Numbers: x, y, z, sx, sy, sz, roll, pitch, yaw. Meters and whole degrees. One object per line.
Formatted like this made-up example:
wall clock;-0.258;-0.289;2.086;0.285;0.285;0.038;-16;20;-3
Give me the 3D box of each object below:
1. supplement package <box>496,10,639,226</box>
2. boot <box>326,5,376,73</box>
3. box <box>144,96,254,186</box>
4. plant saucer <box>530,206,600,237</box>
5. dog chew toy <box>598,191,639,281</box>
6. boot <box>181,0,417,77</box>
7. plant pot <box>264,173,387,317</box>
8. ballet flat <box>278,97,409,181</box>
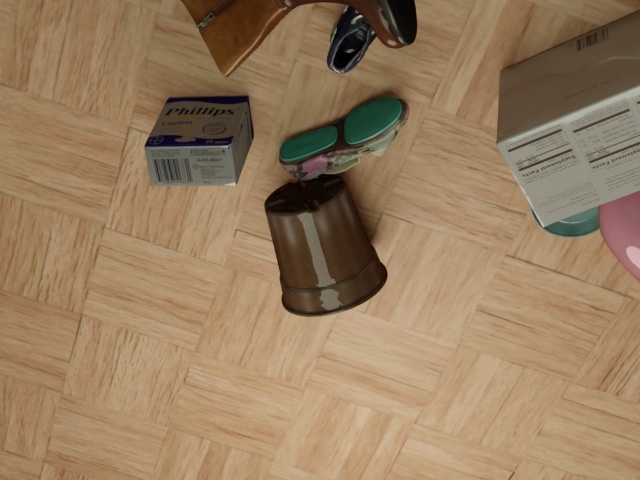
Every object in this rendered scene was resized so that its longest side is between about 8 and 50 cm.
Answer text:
supplement package;0.377;-0.168;1.559;0.262;0.204;0.145;-21;119;23
boot;0.071;-0.303;1.583;0.069;0.086;0.190;26;127;-10
box;-0.170;-0.141;1.714;0.126;0.137;0.072;0;125;10
plant saucer;0.366;-0.057;1.760;0.119;0.021;0.119;5;128;6
dog chew toy;0.535;-0.082;1.612;0.207;0.206;0.332;38;115;-18
boot;-0.039;-0.296;1.549;0.280;0.096;0.264;-35;88;29
plant pot;0.000;0.000;1.789;0.167;0.167;0.165;-9;116;16
ballet flat;0.045;-0.140;1.729;0.222;0.076;0.079;-21;139;29
